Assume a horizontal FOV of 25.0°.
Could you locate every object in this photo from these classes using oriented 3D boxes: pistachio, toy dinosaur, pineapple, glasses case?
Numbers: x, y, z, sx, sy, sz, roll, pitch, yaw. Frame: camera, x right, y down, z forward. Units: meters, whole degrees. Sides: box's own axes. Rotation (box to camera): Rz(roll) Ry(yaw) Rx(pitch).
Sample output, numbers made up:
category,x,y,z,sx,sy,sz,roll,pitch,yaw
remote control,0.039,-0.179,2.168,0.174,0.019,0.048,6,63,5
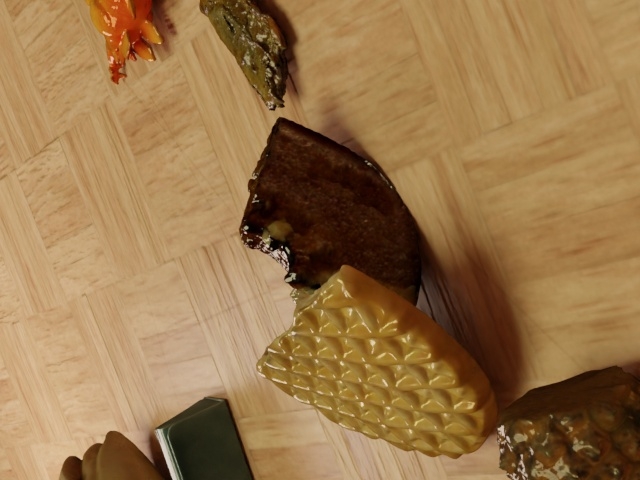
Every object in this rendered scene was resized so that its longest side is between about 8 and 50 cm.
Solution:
category,x,y,z,sx,sy,sz,roll,pitch,yaw
pistachio,-0.245,0.399,1.893,0.293,0.162,0.181,57,-176,13
toy dinosaur,-0.204,-0.243,1.493,0.117,0.070,0.288,47,149,31
pineapple,0.222,0.220,1.048,0.128,0.128,0.248,-17,98,61
glasses case,-0.106,0.323,1.695,0.056,0.105,0.266,-13,99,34

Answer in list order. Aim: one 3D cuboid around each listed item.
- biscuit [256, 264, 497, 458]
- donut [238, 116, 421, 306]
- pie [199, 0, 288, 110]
category,x,y,z,sx,sy,sz,roll,pitch,yaw
biscuit,0.051,0.123,1.235,0.205,0.040,0.309,32,158,-3
donut,0.011,0.002,1.264,0.187,0.144,0.126,27,152,-2
pie,-0.070,-0.195,1.336,0.170,0.034,0.092,56,151,31
